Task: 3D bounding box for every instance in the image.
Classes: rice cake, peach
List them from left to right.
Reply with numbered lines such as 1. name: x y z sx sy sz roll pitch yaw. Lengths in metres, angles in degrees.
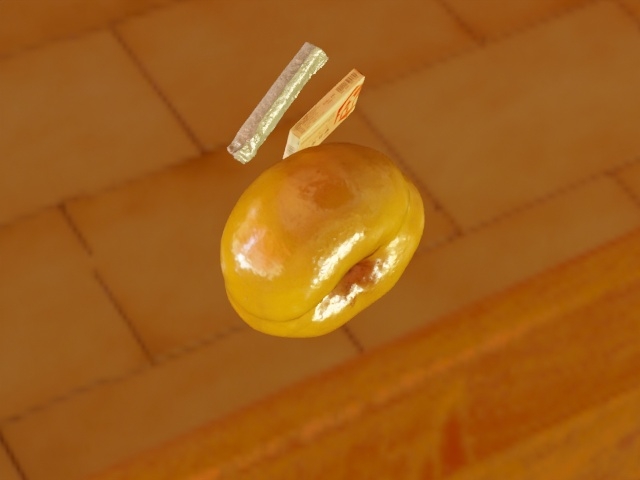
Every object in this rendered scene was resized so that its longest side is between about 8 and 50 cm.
1. rice cake: -0.037 -0.119 1.718 0.121 0.022 0.021 -53 48 1
2. peach: 0.000 0.000 1.554 0.179 0.179 0.103 -27 63 -24

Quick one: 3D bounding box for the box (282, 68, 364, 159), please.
1. box: 0.002 -0.109 1.786 0.015 0.058 0.093 39 63 12
